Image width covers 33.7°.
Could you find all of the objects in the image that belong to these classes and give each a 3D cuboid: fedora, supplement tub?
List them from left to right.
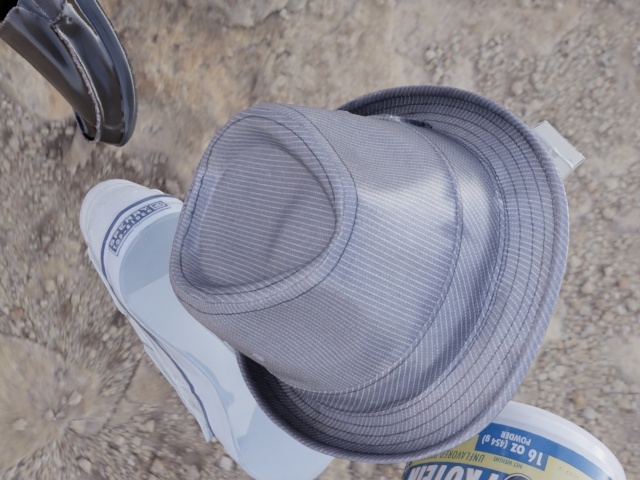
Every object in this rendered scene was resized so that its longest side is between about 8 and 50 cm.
[{"bbox_3d":[0.000,0.000,0.640,0.124,0.275,0.244,23,92,-37],"label":"fedora"},{"bbox_3d":[0.103,0.217,0.666,0.144,0.144,0.200,29,59,-8],"label":"supplement tub"}]

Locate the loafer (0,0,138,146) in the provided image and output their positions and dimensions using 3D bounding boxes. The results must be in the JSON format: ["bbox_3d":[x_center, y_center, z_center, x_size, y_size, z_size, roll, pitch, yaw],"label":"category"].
[{"bbox_3d":[-0.205,-0.162,0.774,0.078,0.080,0.220,-31,116,-23],"label":"loafer"}]

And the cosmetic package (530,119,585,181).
[{"bbox_3d":[0.208,-0.061,1.081,0.060,0.115,0.041,47,36,9],"label":"cosmetic package"}]

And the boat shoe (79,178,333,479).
[{"bbox_3d":[-0.103,0.080,0.944,0.136,0.156,0.367,-44,133,-10],"label":"boat shoe"}]
